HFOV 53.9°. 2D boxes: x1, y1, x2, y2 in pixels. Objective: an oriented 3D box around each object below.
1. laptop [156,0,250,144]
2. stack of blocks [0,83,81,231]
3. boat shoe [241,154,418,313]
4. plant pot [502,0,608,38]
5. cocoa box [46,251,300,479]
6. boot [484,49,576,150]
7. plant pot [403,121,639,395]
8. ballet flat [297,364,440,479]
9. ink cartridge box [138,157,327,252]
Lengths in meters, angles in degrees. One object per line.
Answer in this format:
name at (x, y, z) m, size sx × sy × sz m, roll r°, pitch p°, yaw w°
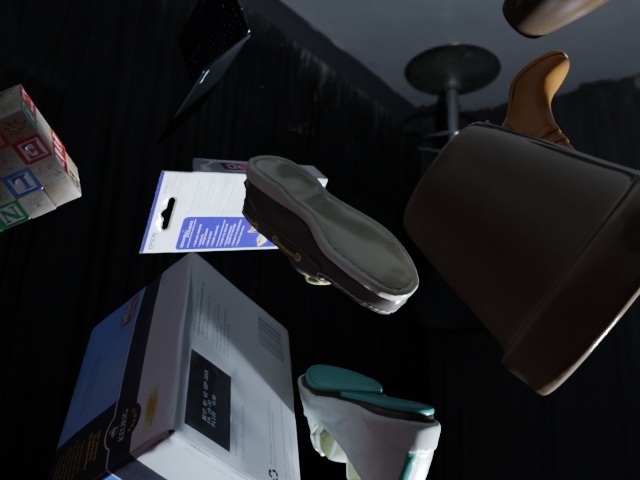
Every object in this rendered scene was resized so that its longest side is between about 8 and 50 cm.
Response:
laptop at (-0.245, -0.352, 1.187) m, size 0.136 × 0.264 × 0.234 m, roll -8°, pitch 160°, yaw -39°
stack of blocks at (-0.547, -0.091, 0.958) m, size 0.297 × 0.087 × 0.171 m, roll -25°, pitch 135°, yaw -6°
boat shoe at (0.000, 0.000, 0.867) m, size 0.116 × 0.324 × 0.096 m, roll -15°, pitch 134°, yaw -43°
plant pot at (0.476, -0.516, 1.241) m, size 0.215 × 0.215 × 0.230 m, roll 9°, pitch 151°, yaw -22°
cocoa box at (-0.191, 0.235, 0.871) m, size 0.228 × 0.347 × 0.231 m, roll -37°, pitch 120°, yaw 16°
boot at (0.458, -0.243, 1.307) m, size 0.283 × 0.220 × 0.109 m, roll -46°, pitch 129°, yaw 14°
plant pot at (0.223, -0.010, 0.673) m, size 0.229 × 0.263 × 0.263 m, roll 39°, pitch 173°, yaw 19°
ballet flat at (0.043, 0.259, 0.873) m, size 0.139 × 0.139 × 0.400 m, roll 6°, pitch 175°, yaw -13°
ink cartridge box at (-0.168, -0.065, 1.225) m, size 0.371 × 0.069 × 0.175 m, roll -3°, pitch 127°, yaw -41°
